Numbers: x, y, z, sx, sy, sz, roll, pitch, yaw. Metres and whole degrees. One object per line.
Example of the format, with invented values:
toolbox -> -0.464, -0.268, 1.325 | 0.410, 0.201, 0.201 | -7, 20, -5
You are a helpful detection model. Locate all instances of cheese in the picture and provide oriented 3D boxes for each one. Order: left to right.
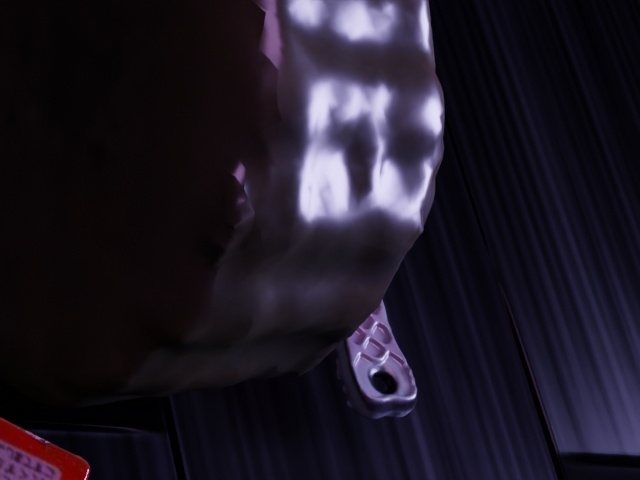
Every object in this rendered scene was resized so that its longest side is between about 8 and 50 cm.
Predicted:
cheese -> 0.005, -0.002, 0.854 | 0.092, 0.047, 0.171 | -24, 73, -43

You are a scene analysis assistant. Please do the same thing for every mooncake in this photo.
mooncake -> -0.060, -0.051, 0.721 | 0.124, 0.228, 0.228 | 6, 54, -44

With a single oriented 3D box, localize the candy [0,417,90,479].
candy -> -0.128, 0.098, 0.616 | 0.062, 0.122, 0.038 | 29, 45, -16
